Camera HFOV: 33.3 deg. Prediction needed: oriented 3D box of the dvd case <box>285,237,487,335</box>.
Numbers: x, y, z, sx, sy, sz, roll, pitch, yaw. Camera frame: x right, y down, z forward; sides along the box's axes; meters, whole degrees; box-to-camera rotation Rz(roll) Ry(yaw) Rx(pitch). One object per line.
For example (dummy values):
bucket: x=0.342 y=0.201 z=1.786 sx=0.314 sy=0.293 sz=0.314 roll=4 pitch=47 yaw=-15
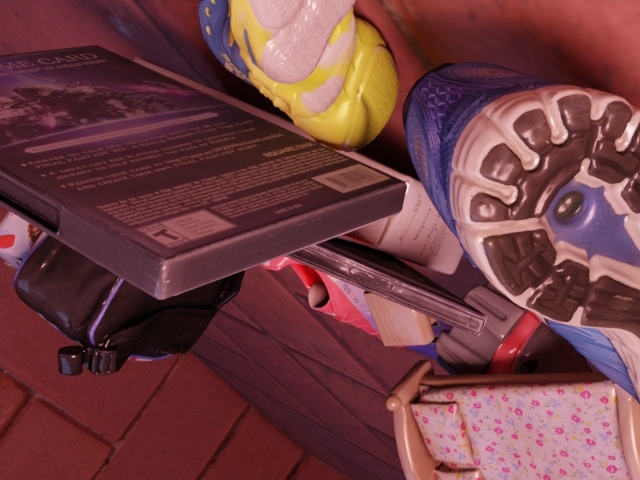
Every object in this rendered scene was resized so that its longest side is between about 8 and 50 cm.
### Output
dvd case: x=0.000 y=0.000 z=0.734 sx=0.165 sy=0.018 sz=0.221 roll=23 pitch=-175 yaw=-20

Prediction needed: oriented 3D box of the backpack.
backpack: x=-0.174 y=0.000 z=1.074 sx=0.213 sy=0.276 sz=0.263 roll=36 pitch=174 yaw=22

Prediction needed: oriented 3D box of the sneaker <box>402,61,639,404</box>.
sneaker: x=0.165 y=0.004 z=0.585 sx=0.330 sy=0.130 sz=0.147 roll=40 pitch=-172 yaw=-35

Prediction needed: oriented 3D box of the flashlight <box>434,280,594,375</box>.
flashlight: x=0.233 y=0.141 z=0.815 sx=0.304 sy=0.103 sz=0.103 roll=36 pitch=-167 yaw=23

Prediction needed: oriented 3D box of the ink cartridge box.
ink cartridge box: x=-0.052 y=-0.068 z=0.771 sx=0.275 sy=0.060 sz=0.239 roll=27 pitch=-176 yaw=32

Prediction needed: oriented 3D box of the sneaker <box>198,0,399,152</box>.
sneaker: x=-0.036 y=-0.135 z=0.619 sx=0.126 sy=0.091 sz=0.240 roll=30 pitch=166 yaw=24

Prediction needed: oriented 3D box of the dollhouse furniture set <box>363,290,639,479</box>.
dollhouse furniture set: x=0.176 y=0.204 z=0.713 sx=0.303 sy=0.174 sz=0.355 roll=-9 pitch=110 yaw=42

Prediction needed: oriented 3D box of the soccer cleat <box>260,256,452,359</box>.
soccer cleat: x=0.043 y=0.054 z=1.036 sx=0.248 sy=0.095 sz=0.083 roll=45 pitch=164 yaw=-29

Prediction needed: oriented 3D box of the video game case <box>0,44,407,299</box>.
video game case: x=-0.115 y=-0.056 z=0.622 sx=0.274 sy=0.196 sz=0.026 roll=26 pitch=118 yaw=31
